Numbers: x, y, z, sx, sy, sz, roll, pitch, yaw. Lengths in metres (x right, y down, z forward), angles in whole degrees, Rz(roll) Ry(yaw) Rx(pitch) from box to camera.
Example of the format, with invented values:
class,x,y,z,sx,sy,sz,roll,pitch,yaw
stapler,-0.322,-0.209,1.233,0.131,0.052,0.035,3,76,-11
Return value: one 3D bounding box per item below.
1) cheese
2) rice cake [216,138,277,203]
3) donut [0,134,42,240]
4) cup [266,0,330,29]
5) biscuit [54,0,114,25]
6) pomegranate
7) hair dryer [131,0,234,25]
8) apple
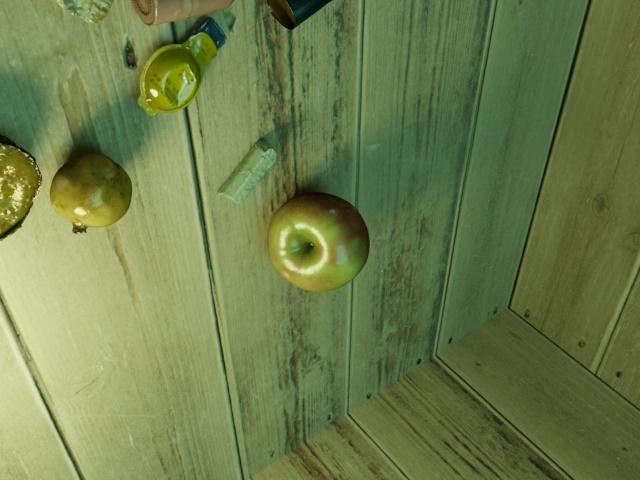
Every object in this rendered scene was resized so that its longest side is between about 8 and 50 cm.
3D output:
class,x,y,z,sx,sy,sz,roll,pitch,yaw
cheese,-0.328,-0.409,1.669,0.270,0.069,0.177,-49,145,-4
rice cake,-0.202,-0.192,1.996,0.206,0.069,0.063,-53,144,5
donut,-0.738,-0.118,1.496,0.272,0.107,0.272,-23,139,-22
cup,-0.047,-0.614,1.720,0.138,0.113,0.150,-40,167,-15
biscuit,-0.497,-0.549,1.394,0.188,0.040,0.265,-29,138,-25
pomegranate,-0.539,-0.103,1.643,0.196,0.196,0.196,-27,139,-26
hair dryer,-0.297,-0.643,1.461,0.210,0.125,0.352,-24,131,-30
apple,0.000,0.000,2.190,0.319,0.319,0.277,-66,169,22
